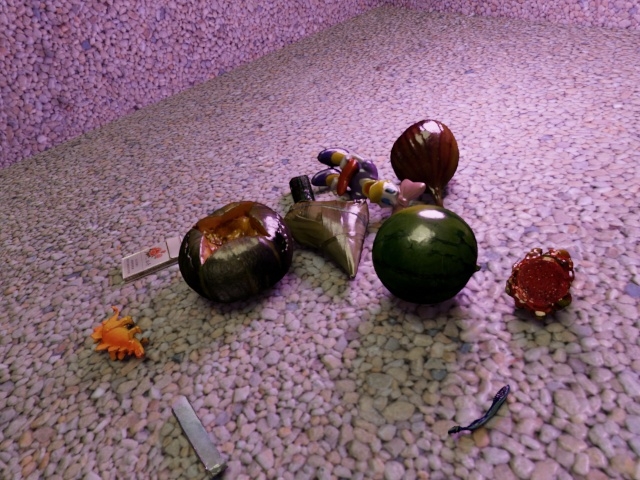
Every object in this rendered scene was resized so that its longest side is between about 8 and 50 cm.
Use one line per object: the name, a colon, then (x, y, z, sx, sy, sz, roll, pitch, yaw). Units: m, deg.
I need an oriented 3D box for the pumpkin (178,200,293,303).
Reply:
pumpkin: (-0.228, 0.027, 1.296, 0.321, 0.192, 0.320, -9, 41, 8)

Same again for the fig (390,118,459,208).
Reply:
fig: (0.339, -0.200, 1.428, 0.217, 0.217, 0.320, -14, 58, 1)

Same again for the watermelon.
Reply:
watermelon: (0.241, 0.033, 1.104, 0.243, 0.242, 0.242, -9, 38, 7)

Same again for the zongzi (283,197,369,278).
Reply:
zongzi: (0.000, 0.000, 1.318, 0.251, 0.125, 0.274, 0, 46, 16)

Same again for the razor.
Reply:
razor: (0.307, 0.323, 0.893, 0.155, 0.044, 0.028, -28, 70, -21)

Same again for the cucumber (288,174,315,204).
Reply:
cucumber: (-0.054, -0.138, 1.544, 0.075, 0.074, 0.241, -15, 39, -1)

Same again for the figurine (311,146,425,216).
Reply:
figurine: (0.138, -0.176, 1.478, 0.194, 0.154, 0.421, 11, 18, -30)

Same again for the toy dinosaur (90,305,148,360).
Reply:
toy dinosaur: (-0.530, 0.245, 1.226, 0.117, 0.070, 0.288, -37, 39, -26)

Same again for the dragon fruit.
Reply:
dragon fruit: (0.499, 0.080, 1.059, 0.133, 0.150, 0.208, 42, 53, 14)

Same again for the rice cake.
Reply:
rice cake: (-0.251, 0.398, 0.969, 0.043, 0.034, 0.211, -25, 38, -27)

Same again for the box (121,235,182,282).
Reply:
box: (-0.520, 0.056, 1.484, 0.199, 0.029, 0.109, -23, 39, -10)
